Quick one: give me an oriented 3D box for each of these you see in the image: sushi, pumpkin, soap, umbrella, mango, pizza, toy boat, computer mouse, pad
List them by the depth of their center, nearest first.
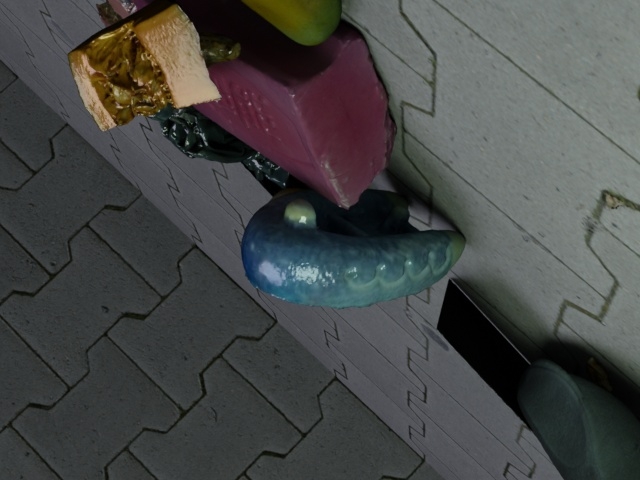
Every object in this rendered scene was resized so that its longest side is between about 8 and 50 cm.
[{"bbox_3d":[-0.044,-0.286,1.431,0.130,0.092,0.195,21,163,32],"label":"mango"},{"bbox_3d":[-0.183,-0.223,1.552,0.248,0.126,0.131,-5,112,44],"label":"pumpkin"},{"bbox_3d":[-0.067,-0.218,1.673,0.359,0.128,0.233,36,162,39],"label":"soap"},{"bbox_3d":[0.372,0.265,1.691,0.203,0.114,0.374,40,-170,-21],"label":"computer mouse"},{"bbox_3d":[0.041,-0.015,1.710,0.215,0.329,0.123,40,127,40],"label":"toy boat"},{"bbox_3d":[0.381,0.188,1.755,0.037,0.016,0.083,35,161,54],"label":"pizza"},{"bbox_3d":[0.301,0.223,1.879,0.367,0.007,0.247,46,-163,-5],"label":"pad"},{"bbox_3d":[-0.158,-0.161,1.960,0.143,0.094,0.348,24,-175,31],"label":"umbrella"},{"bbox_3d":[-0.064,-0.098,2.251,0.290,0.050,0.264,47,-177,-16],"label":"sushi"}]

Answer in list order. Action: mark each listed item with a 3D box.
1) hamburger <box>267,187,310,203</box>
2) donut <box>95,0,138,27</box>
[{"bbox_3d":[0.004,0.001,2.013,0.236,0.147,0.237,16,173,2],"label":"hamburger"},{"bbox_3d":[-0.268,-0.345,2.034,0.199,0.085,0.233,47,168,-1],"label":"donut"}]
